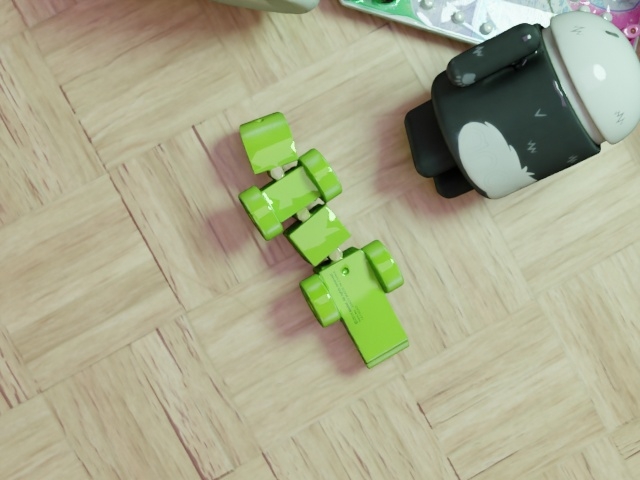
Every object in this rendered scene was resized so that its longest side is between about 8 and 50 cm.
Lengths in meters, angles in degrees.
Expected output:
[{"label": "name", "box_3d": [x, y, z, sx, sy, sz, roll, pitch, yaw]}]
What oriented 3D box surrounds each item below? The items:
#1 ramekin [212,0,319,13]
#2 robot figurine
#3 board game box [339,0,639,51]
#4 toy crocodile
[{"label": "ramekin", "box_3d": [-0.112, -0.348, 1.211, 0.277, 0.277, 0.135, 12, 96, -5]}, {"label": "robot figurine", "box_3d": [0.240, -0.157, 1.264, 0.278, 0.209, 0.173, -26, 93, 22]}, {"label": "board game box", "box_3d": [0.252, -0.431, 1.337, 0.390, 0.050, 0.390, 15, 84, -7]}, {"label": "toy crocodile", "box_3d": [0.000, 0.000, 1.306, 0.115, 0.105, 0.340, -34, 97, -6]}]
